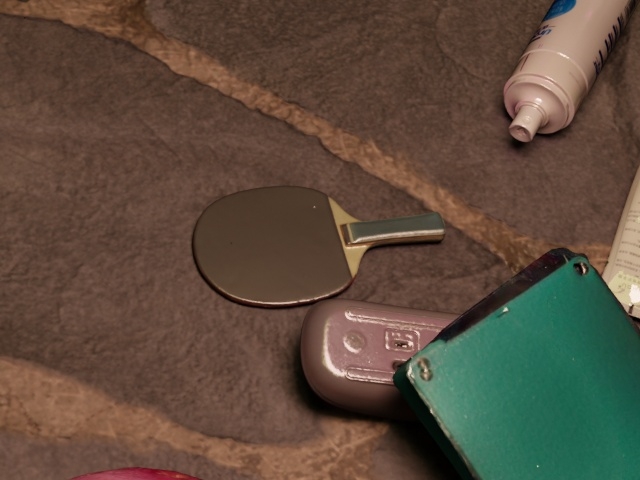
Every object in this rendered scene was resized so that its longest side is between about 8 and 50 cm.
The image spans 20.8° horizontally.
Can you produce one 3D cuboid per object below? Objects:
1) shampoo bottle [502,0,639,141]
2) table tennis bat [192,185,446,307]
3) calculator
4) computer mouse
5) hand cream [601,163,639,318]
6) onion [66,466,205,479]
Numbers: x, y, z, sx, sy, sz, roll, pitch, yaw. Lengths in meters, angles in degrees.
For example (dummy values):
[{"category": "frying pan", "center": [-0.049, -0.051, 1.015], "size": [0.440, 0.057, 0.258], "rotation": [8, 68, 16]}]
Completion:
[{"category": "shampoo bottle", "center": [0.288, -0.221, 2.029], "size": [0.092, 0.092, 0.303], "rotation": [27, 54, 9]}, {"category": "table tennis bat", "center": [0.000, 0.000, 1.849], "size": [0.274, 0.021, 0.154], "rotation": [-7, 56, -14]}, {"category": "calculator", "center": [0.225, 0.163, 1.708], "size": [0.274, 0.058, 0.248], "rotation": [-34, 85, -30]}, {"category": "computer mouse", "center": [0.090, 0.121, 1.749], "size": [0.232, 0.057, 0.120], "rotation": [7, 62, -12]}, {"category": "hand cream", "center": [0.362, -0.011, 1.920], "size": [0.080, 0.050, 0.234], "rotation": [19, 57, 2]}, {"category": "onion", "center": [-0.151, 0.367, 1.389], "size": [0.358, 0.345, 0.358], "rotation": [7, 66, -15]}]
